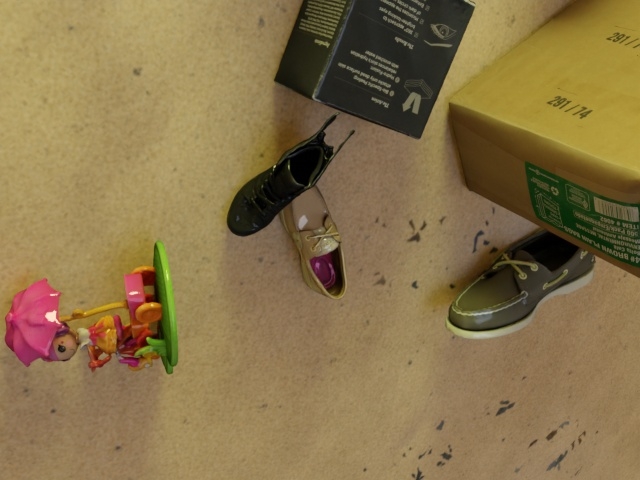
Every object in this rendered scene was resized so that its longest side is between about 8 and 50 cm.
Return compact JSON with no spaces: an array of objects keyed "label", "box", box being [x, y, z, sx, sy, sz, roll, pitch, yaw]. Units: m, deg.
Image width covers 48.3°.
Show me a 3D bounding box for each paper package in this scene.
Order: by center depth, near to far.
[{"label":"paper package","box":[0.370,-0.146,0.865,0.309,0.325,0.168,-38,129,-12]}]

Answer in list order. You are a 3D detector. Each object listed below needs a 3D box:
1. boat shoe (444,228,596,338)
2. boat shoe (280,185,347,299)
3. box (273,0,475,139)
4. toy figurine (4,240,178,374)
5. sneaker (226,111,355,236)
[{"label":"boat shoe","box":[0.301,0.052,1.064,0.305,0.109,0.091,-23,124,-31]},{"label":"boat shoe","box":[0.000,0.000,0.855,0.063,0.059,0.170,-31,127,-18]},{"label":"box","box":[0.057,-0.211,0.764,0.156,0.093,0.158,13,104,-38]},{"label":"toy figurine","box":[-0.234,0.087,0.728,0.159,0.130,0.173,-7,142,-17]},{"label":"sneaker","box":[-0.037,-0.066,0.761,0.170,0.089,0.051,-41,95,1]}]
